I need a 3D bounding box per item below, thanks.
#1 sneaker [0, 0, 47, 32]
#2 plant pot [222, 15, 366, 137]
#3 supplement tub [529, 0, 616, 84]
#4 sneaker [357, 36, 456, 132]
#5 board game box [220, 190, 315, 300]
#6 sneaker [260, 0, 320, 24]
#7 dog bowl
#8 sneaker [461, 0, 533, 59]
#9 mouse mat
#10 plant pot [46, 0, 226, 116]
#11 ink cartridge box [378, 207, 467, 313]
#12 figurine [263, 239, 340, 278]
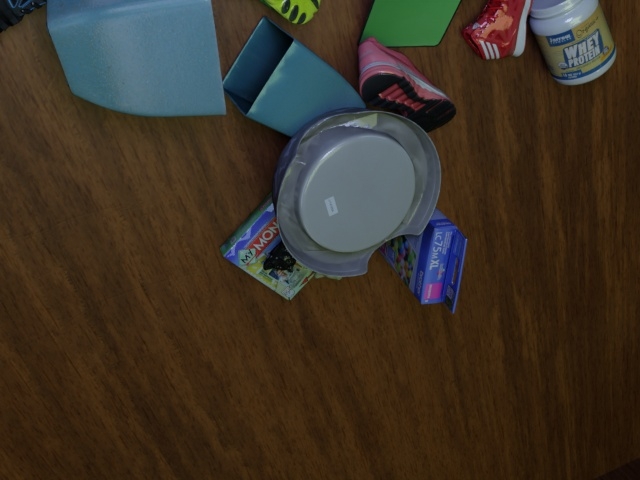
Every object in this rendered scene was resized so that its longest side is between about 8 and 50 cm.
[{"bbox_3d":[-0.502,-0.417,1.144,0.140,0.125,0.340,26,109,-35],"label":"sneaker"},{"bbox_3d":[-0.040,-0.293,1.365,0.234,0.165,0.165,25,107,-38],"label":"plant pot"},{"bbox_3d":[0.539,-0.453,1.489,0.144,0.144,0.199,-38,123,3],"label":"supplement tub"},{"bbox_3d":[0.185,-0.331,1.449,0.116,0.136,0.314,-27,152,29],"label":"sneaker"},{"bbox_3d":[-0.044,-0.033,1.569,0.317,0.046,0.213,-47,123,9],"label":"board game box"},{"bbox_3d":[-0.125,-0.496,1.229,0.109,0.123,0.295,-51,133,2],"label":"sneaker"},{"bbox_3d":[0.062,-0.102,1.364,0.349,0.102,0.348,-11,120,-19],"label":"dog bowl"},{"bbox_3d":[0.367,-0.481,1.448,0.128,0.087,0.221,-17,121,-12],"label":"sneaker"},{"bbox_3d":[0.179,-0.443,1.392,0.190,0.007,0.152,-6,155,-16],"label":"mouse mat"},{"bbox_3d":[-0.309,-0.355,1.144,0.252,0.247,0.247,-11,145,-8],"label":"plant pot"},{"bbox_3d":[0.216,0.008,1.527,0.065,0.311,0.185,-5,118,-20],"label":"ink cartridge box"},{"bbox_3d":[0.000,0.000,1.534,0.215,0.092,0.209,13,120,-27],"label":"figurine"}]
